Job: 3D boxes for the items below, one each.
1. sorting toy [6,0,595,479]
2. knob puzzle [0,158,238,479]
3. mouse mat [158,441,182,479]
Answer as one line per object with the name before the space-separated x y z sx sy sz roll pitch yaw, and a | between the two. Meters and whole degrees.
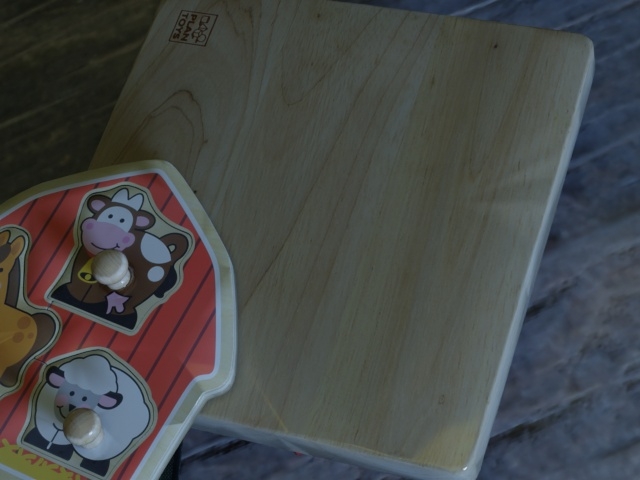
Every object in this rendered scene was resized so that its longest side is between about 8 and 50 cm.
sorting toy | 0.000 0.000 0.898 0.255 0.089 0.257 10 64 20
knob puzzle | -0.129 0.034 0.842 0.213 0.030 0.213 -7 60 12
mouse mat | -0.153 0.155 0.910 0.153 0.007 0.189 -3 63 13
